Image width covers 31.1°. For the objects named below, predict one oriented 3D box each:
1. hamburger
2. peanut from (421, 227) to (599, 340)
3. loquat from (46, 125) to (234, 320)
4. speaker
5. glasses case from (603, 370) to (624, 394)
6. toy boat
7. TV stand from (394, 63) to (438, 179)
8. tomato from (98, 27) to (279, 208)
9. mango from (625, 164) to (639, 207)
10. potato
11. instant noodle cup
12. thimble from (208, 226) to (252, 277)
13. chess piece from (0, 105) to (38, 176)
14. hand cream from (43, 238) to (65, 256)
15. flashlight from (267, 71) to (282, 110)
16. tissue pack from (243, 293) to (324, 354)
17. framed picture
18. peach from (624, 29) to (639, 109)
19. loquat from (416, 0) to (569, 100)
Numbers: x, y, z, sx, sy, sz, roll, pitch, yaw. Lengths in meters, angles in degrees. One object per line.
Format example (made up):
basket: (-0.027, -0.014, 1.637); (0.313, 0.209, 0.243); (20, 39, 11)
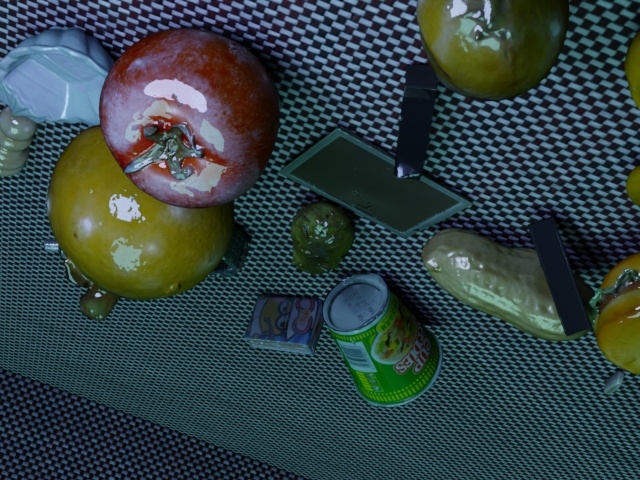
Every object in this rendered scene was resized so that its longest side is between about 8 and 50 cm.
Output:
hamburger: (0.555, 0.103, 1.854); (0.246, 0.170, 0.246); (9, 145, 6)
peanut: (0.327, 0.070, 1.983); (0.319, 0.147, 0.147); (24, 156, 12)
loquat: (-0.316, -0.029, 1.962); (0.328, 0.359, 0.328); (25, 178, 1)
speaker: (0.388, 0.058, 1.874); (0.046, 0.191, 0.040); (-19, -179, 7)
glasses case: (0.603, 0.292, 2.364); (0.021, 0.032, 0.083); (22, 154, 1)
toy boat: (-0.413, -0.265, 1.837); (0.290, 0.100, 0.199); (-12, 141, 44)
TV stand: (0.141, -0.172, 1.725); (0.049, 0.040, 0.256); (6, 153, 2)
tomato: (-0.189, -0.189, 1.702); (0.270, 0.227, 0.270); (9, 130, 11)
mango: (0.531, -0.063, 1.639); (0.195, 0.098, 0.137); (7, 156, 32)
potato: (0.000, 0.000, 2.107); (0.117, 0.090, 0.225); (18, 153, 1)
instant noodle cup: (0.110, 0.191, 2.315); (0.207, 0.207, 0.232); (0, 143, 32)
thimble: (-0.215, 0.013, 2.269); (0.135, 0.090, 0.118); (-1, 149, 34)
chess piece: (-0.562, -0.193, 2.104); (0.094, 0.094, 0.170); (27, 145, -18)
hand cream: (-0.480, 0.033, 2.531); (0.257, 0.050, 0.084); (13, 156, -5)
flashlight: (-0.078, -0.230, 1.783); (0.018, 0.018, 0.083); (10, 153, 19)
tissue pack: (-0.075, 0.178, 2.480); (0.155, 0.115, 0.065); (3, 150, 25)
framed picture: (0.092, -0.094, 1.947); (0.273, 0.016, 0.216); (28, 152, -20)
peach: (0.457, -0.206, 1.395); (0.179, 0.103, 0.179); (12, 153, 6)
loquat: (0.204, -0.260, 1.371); (0.179, 0.179, 0.227); (11, 155, 14)
